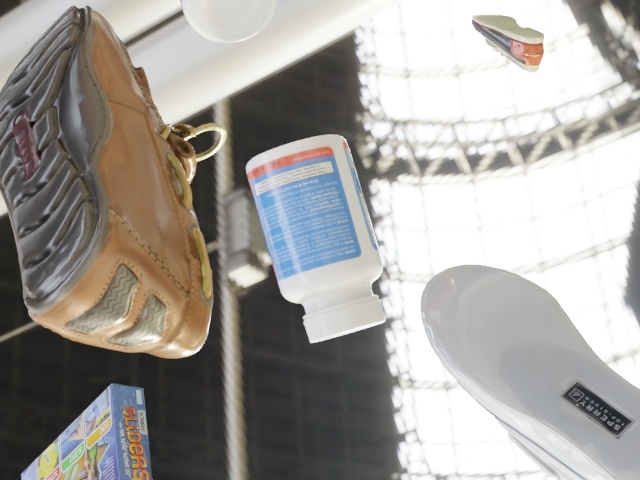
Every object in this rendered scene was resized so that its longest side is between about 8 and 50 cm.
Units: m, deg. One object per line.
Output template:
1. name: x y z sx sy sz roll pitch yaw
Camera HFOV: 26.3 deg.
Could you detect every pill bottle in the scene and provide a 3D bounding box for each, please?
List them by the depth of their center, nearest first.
1. pill bottle: 0.000 0.000 1.578 0.124 0.124 0.221 -5 -102 -59
2. pill bottle: -0.120 -0.318 1.591 0.108 0.108 0.193 43 -165 -35

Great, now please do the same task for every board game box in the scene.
1. board game box: -0.220 0.239 1.272 0.035 0.201 0.136 14 -129 -33

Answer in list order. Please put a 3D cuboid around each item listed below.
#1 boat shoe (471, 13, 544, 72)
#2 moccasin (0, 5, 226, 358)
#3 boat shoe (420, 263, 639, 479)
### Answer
1. boat shoe: 0.217 -0.234 1.599 0.137 0.049 0.043 -138 41 -55
2. moccasin: -0.154 -0.054 1.027 0.147 0.139 0.380 33 -165 -35
3. boat shoe: 0.160 0.117 0.912 0.258 0.095 0.084 46 157 35
